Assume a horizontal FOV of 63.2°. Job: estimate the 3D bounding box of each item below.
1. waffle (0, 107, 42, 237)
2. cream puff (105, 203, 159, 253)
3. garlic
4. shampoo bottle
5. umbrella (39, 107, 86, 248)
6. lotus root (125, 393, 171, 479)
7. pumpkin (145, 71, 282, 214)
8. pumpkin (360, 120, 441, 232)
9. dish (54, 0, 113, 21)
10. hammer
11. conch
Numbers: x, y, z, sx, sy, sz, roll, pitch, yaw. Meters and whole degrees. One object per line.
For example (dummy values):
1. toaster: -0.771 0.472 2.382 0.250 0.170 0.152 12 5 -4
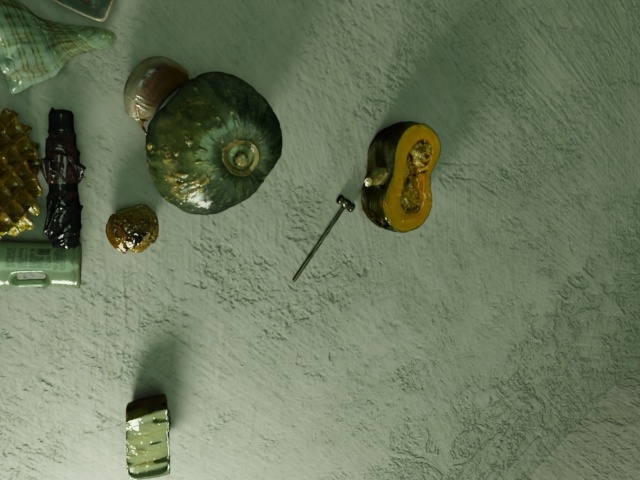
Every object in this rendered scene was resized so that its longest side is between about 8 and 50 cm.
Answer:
1. waffle: -0.696 -0.149 1.106 0.069 0.260 0.293 -1 92 11
2. cream puff: -0.466 -0.028 1.298 0.133 0.104 0.119 -37 108 -9
3. garlic: -0.402 -0.348 1.240 0.128 0.090 0.198 36 86 -38
4. shampoo bottle: -0.698 0.057 1.237 0.234 0.087 0.118 2 99 -21
5. umbrella: -0.599 -0.142 1.207 0.090 0.094 0.326 -2 92 -34
6. lotus root: -0.473 0.531 1.435 0.119 0.138 0.235 -1 106 -16
7. pumpkin: -0.261 -0.224 1.233 0.327 0.257 0.291 -42 128 -13
8. pumpkin: 0.215 -0.185 1.496 0.221 0.139 0.317 3 105 -25
9. dish: -0.505 -0.614 1.132 0.154 0.064 0.234 21 97 -25
10. hammer: 0.000 0.000 1.529 0.058 0.029 0.292 33 93 -24
11. conch: -0.639 -0.411 1.088 0.386 0.170 0.203 4 129 -20
